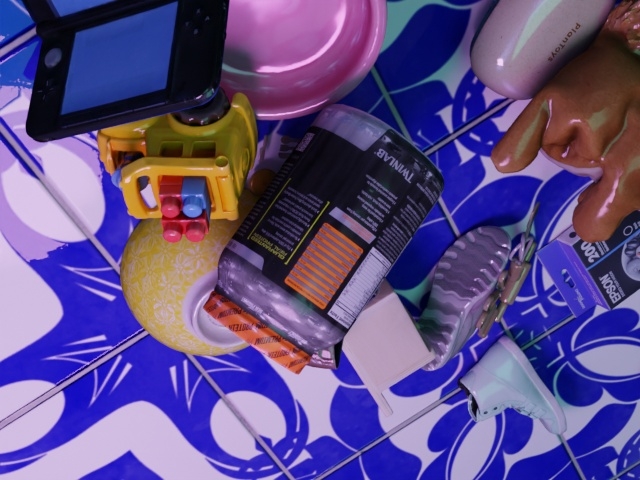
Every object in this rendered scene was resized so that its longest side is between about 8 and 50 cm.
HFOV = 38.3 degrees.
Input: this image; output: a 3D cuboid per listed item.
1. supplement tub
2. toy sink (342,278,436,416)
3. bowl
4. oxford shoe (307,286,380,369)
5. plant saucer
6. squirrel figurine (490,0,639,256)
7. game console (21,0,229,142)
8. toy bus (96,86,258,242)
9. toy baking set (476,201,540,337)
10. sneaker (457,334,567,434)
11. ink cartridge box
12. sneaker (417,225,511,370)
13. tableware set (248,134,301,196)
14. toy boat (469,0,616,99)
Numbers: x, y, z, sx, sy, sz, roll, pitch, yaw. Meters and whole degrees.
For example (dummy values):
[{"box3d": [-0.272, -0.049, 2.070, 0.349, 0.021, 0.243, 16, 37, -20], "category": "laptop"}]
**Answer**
[{"box3d": [0.000, 0.000, 1.269, 0.207, 0.207, 0.338, 38, 84, -32], "category": "supplement tub"}, {"box3d": [0.097, 0.156, 1.564, 0.131, 0.153, 0.234, -32, 123, -1], "category": "toy sink"}, {"box3d": [-0.156, 0.075, 1.425, 0.289, 0.156, 0.290, -9, 120, -15], "category": "bowl"}, {"box3d": [0.047, 0.026, 1.424, 0.364, 0.132, 0.130, -66, 159, -7], "category": "oxford shoe"}, {"box3d": [-0.078, -0.313, 1.223, 0.332, 0.084, 0.332, 1, 134, 1], "category": "plant saucer"}, {"box3d": [0.525, -0.148, 1.353, 0.397, 0.370, 0.281, -54, 162, 20], "category": "squirrel figurine"}, {"box3d": [-0.272, -0.282, 1.101, 0.293, 0.250, 0.173, -9, 154, 27], "category": "game console"}, {"box3d": [-0.206, -0.092, 1.250, 0.220, 0.212, 0.149, 2, 143, 5], "category": "toy bus"}, {"box3d": [0.335, 0.058, 1.595, 0.256, 0.030, 0.197, -64, 164, 5], "category": "toy baking set"}, {"box3d": [0.365, 0.314, 1.782, 0.151, 0.094, 0.256, -40, 114, -2], "category": "sneaker"}, {"box3d": [0.530, 0.034, 1.716, 0.208, 0.045, 0.206, -37, 124, 5], "category": "ink cartridge box"}, {"box3d": [0.250, 0.098, 1.639, 0.281, 0.105, 0.115, -60, 155, 11], "category": "sneaker"}, {"box3d": [-0.096, -0.117, 1.415, 0.154, 0.024, 0.104, 0, 116, -25], "category": "tableware set"}, {"box3d": [0.291, -0.367, 1.353, 0.267, 0.148, 0.318, -48, 135, 15], "category": "toy boat"}]
